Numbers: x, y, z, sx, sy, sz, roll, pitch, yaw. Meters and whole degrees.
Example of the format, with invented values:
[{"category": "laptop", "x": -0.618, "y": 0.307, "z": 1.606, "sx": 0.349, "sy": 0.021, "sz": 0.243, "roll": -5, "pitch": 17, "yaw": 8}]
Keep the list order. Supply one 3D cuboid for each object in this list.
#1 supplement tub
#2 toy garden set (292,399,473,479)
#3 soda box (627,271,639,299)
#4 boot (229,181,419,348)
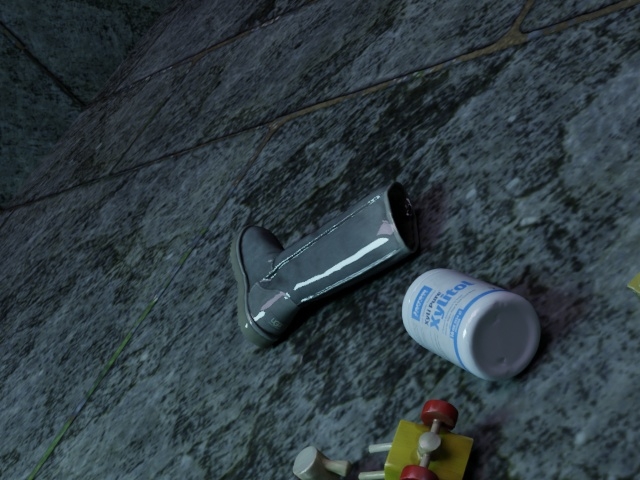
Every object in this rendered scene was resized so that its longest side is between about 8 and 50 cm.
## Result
[{"category": "supplement tub", "x": 0.118, "y": 0.065, "z": 0.891, "sx": 0.071, "sy": 0.071, "sz": 0.107, "roll": -49, "pitch": 24, "yaw": -9}, {"category": "toy garden set", "x": 0.007, "y": 0.230, "z": 0.837, "sx": 0.244, "sy": 0.049, "sz": 0.204, "roll": -22, "pitch": 34, "yaw": 44}, {"category": "soda box", "x": 0.268, "y": 0.051, "z": 0.682, "sx": 0.061, "sy": 0.058, "sz": 0.181, "roll": -46, "pitch": 23, "yaw": -1}, {"category": "boot", "x": 0.002, "y": 0.000, "z": 1.181, "sx": 0.208, "sy": 0.076, "sz": 0.190, "roll": -42, "pitch": 37, "yaw": 24}]
